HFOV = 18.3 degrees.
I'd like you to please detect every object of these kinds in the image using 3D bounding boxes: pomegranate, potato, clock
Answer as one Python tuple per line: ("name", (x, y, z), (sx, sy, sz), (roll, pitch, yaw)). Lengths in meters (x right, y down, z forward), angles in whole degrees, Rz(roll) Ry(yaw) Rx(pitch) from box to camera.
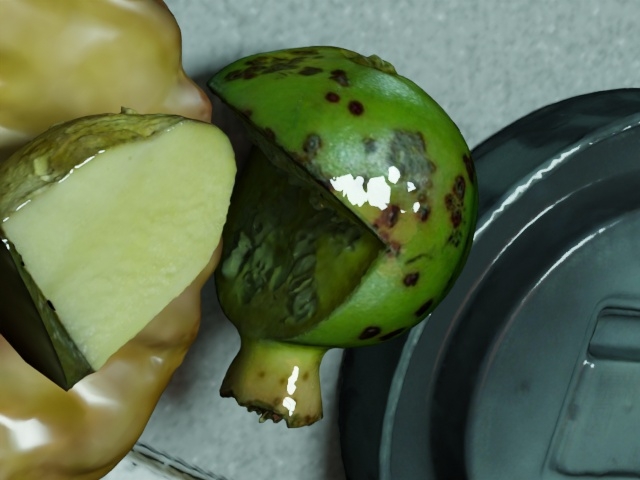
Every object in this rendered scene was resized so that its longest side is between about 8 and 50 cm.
("pomegranate", (0.011, -0.004, 0.900), (0.122, 0.143, 0.169), (-11, 103, -31))
("potato", (-0.088, -0.011, 0.776), (0.103, 0.066, 0.096), (-35, 137, -22))
("clock", (0.160, 0.074, 1.065), (0.325, 0.067, 0.325), (-11, 115, -25))

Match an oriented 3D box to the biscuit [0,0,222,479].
("biscuit", (-0.197, 0.001, 0.812), (0.325, 0.107, 0.326), (-14, 118, -27))
